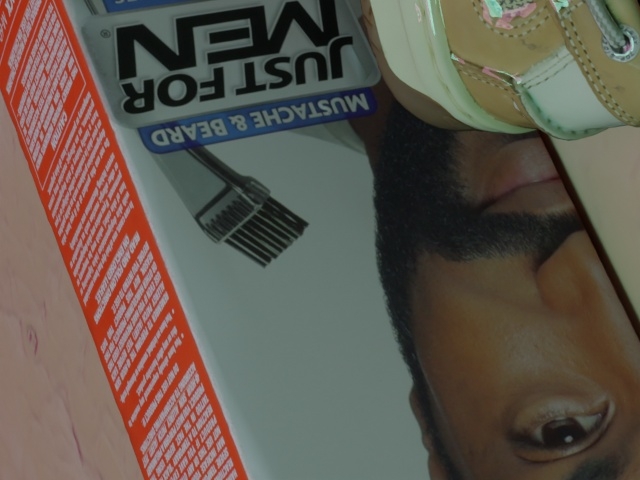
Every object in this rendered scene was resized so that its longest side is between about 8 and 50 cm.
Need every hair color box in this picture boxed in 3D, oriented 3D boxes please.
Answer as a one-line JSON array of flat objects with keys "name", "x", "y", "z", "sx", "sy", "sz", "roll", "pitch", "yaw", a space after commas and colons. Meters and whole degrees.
[{"name": "hair color box", "x": 0.000, "y": 0.000, "z": 0.397, "sx": 0.167, "sy": 0.093, "sz": 0.053, "roll": 67, "pitch": 151, "yaw": 21}]

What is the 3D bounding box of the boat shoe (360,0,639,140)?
[{"name": "boat shoe", "x": 0.039, "y": -0.111, "z": 0.326, "sx": 0.072, "sy": 0.068, "sz": 0.190, "roll": 8, "pitch": 117, "yaw": 49}]
